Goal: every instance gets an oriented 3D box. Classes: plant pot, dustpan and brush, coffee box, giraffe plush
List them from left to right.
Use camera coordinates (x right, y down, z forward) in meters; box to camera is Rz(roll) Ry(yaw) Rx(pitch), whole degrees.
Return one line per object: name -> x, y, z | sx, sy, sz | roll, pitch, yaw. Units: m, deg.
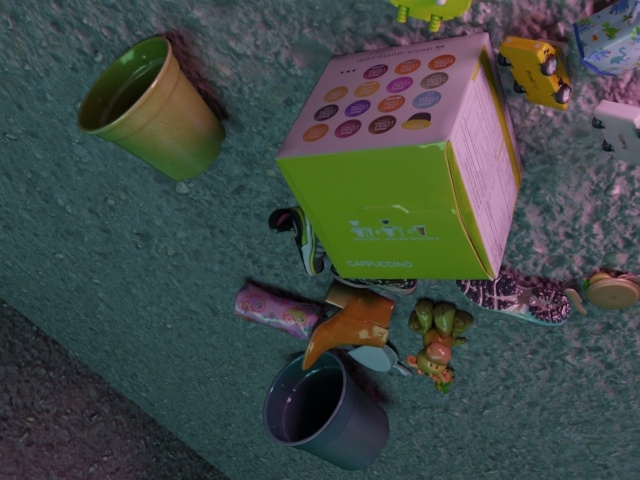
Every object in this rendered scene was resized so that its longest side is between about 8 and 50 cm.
plant pot -> -0.364, -0.275, 1.571 | 0.276, 0.276, 0.254 | -9, 142, 35
plant pot -> 0.042, 0.597, 2.319 | 0.341, 0.341, 0.334 | -14, 136, 39
dustpan and brush -> 0.209, 0.385, 2.184 | 0.211, 0.060, 0.147 | 43, 141, -11
coffee box -> 0.173, -0.150, 1.337 | 0.338, 0.334, 0.338 | -1, 135, 30
giraffe plush -> 0.319, 0.294, 1.913 | 0.181, 0.170, 0.210 | 10, 140, 18

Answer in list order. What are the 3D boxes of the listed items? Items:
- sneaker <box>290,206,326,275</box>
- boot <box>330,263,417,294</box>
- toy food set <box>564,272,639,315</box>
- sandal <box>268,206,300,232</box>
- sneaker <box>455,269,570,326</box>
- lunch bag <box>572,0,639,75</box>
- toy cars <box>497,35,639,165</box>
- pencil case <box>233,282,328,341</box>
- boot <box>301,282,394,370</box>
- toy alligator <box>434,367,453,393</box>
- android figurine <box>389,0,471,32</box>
sneaker -> 0.000, 0.000, 1.790 | 0.121, 0.111, 0.300 | -17, 155, -5
boot -> 0.148, 0.048, 1.790 | 0.236, 0.085, 0.178 | 12, 139, 6
toy food set -> 0.690, 0.117, 1.621 | 0.192, 0.038, 0.132 | -16, 134, 33
sandal -> -0.078, -0.053, 1.826 | 0.179, 0.040, 0.067 | -17, 128, 40
sneaker -> 0.473, 0.155, 1.723 | 0.283, 0.110, 0.122 | 22, 162, 16
lunch bag -> 0.515, -0.334, 1.135 | 0.151, 0.096, 0.129 | 15, 154, -39
toy cars -> 0.483, -0.263, 1.234 | 0.394, 0.087, 0.176 | 30, 177, -10
pencil case -> -0.125, 0.223, 2.120 | 0.284, 0.124, 0.124 | 16, 142, 9
boot -> 0.081, 0.281, 1.988 | 0.211, 0.104, 0.295 | 22, 103, 0
toy alligator -> 0.373, 0.409, 2.121 | 0.051, 0.056, 0.189 | 49, 162, 42
android figurine -> 0.194, -0.484, 1.165 | 0.248, 0.056, 0.272 | 20, 140, 6
